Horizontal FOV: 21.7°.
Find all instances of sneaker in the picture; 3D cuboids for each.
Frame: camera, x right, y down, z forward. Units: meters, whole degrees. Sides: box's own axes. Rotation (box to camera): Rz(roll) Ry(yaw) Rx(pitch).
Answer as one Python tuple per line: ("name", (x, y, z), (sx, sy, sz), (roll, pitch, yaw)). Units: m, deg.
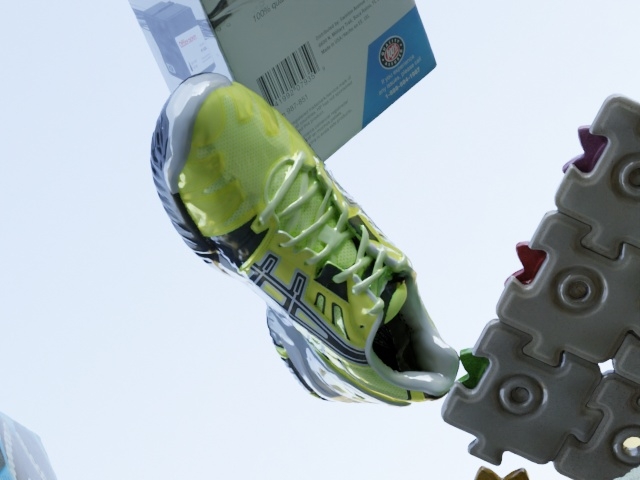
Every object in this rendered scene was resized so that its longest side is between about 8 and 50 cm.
("sneaker", (0.000, 0.000, 1.410), (0.385, 0.147, 0.145), (52, -122, -38))

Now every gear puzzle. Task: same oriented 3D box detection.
("gear puzzle", (0.178, 0.080, 1.045), (0.044, 0.175, 0.339), (-77, 11, -68))

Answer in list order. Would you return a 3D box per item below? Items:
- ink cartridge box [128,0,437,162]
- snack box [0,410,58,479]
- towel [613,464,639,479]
("ink cartridge box", (-0.049, -0.236, 1.521), (0.223, 0.129, 0.307), (-40, -55, -27))
("snack box", (-0.283, 0.331, 1.705), (0.060, 0.322, 0.187), (-27, -22, 1))
("towel", (0.146, 0.146, 0.712), (0.148, 0.110, 0.027), (-26, -44, -22))
